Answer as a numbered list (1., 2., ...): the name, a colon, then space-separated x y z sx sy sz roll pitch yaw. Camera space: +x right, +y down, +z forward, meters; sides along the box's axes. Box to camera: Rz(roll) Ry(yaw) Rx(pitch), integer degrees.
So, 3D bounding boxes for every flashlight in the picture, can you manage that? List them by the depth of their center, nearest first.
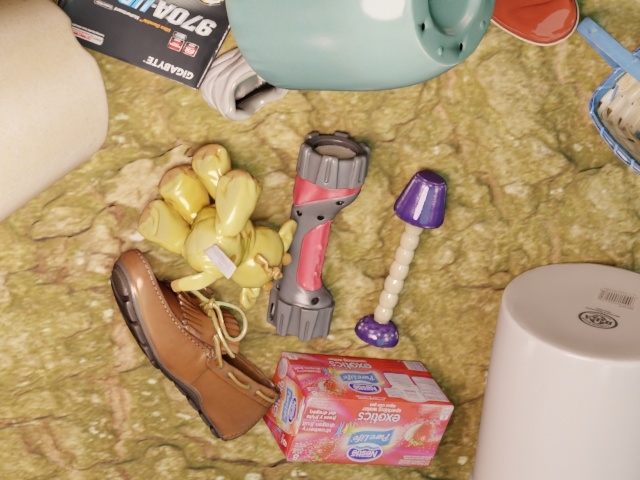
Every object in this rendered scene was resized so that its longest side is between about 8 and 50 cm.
1. flashlight: 0.000 0.000 2.028 0.103 0.103 0.304 -5 120 -24

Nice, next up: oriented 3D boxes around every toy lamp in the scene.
1. toy lamp: 0.122 0.028 2.111 0.080 0.080 0.275 4 116 -25

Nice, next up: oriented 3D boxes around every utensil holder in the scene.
1. utensil holder: 0.409 0.273 2.234 0.327 0.327 0.385 -7 120 -19

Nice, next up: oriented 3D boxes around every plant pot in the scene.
1. plant pot: -0.423 -0.133 1.624 0.305 0.334 0.334 -32 131 -36
2. plant pot: 0.068 -0.312 1.712 0.293 0.235 0.293 -19 115 -47

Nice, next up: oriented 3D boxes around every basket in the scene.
1. basket: 0.500 -0.189 2.037 0.201 0.255 0.289 -43 138 8

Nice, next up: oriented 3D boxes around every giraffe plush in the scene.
1. giraffe plush: -0.116 -0.003 1.932 0.181 0.210 0.170 -37 146 17

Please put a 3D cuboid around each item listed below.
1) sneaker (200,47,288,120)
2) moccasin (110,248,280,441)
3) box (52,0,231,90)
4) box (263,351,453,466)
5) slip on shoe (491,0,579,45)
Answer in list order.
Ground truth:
1. sneaker: -0.051 -0.240 1.851 0.090 0.115 0.232 32 103 -35
2. moccasin: -0.168 0.138 2.014 0.147 0.139 0.380 -35 127 -2
3. box: -0.213 -0.305 1.781 0.220 0.051 0.175 19 110 -32
4. box: 0.055 0.260 2.191 0.256 0.128 0.123 6 116 -27
5. slip on shoe: 0.248 -0.369 1.914 0.123 0.101 0.331 -44 128 4
